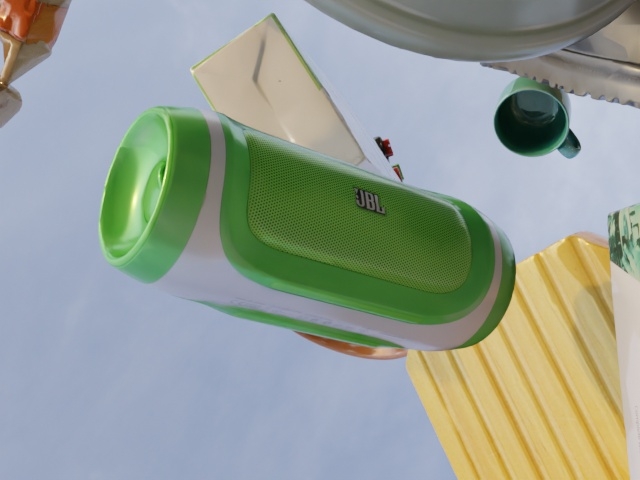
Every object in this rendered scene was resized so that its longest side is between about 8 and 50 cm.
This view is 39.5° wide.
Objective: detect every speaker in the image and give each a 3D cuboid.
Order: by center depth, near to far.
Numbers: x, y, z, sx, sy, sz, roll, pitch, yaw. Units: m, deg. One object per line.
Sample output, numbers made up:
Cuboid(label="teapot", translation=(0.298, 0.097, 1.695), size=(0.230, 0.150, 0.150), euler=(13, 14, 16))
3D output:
Cuboid(label="speaker", translation=(0.000, 0.000, 0.644), size=(0.297, 0.131, 0.131), euler=(16, -121, -33))

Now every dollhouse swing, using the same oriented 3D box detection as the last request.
Cuboid(label="dollhouse swing", translation=(0.164, 0.216, 0.749), size=(0.315, 0.347, 0.305), euler=(-34, -91, -43))

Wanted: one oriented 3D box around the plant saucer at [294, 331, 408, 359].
Cuboid(label="plant saucer", translation=(0.028, 0.082, 1.078), size=(0.200, 0.200, 0.037), euler=(27, -119, -10))

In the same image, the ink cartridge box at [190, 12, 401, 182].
Cuboid(label="ink cartridge box", translation=(0.001, -0.109, 1.098), size=(0.119, 0.353, 0.207), euler=(-34, -106, 9))

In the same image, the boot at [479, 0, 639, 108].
Cuboid(label="boot", translation=(0.270, -0.330, 0.670), size=(0.146, 0.367, 0.445), euler=(-1, -71, -27))

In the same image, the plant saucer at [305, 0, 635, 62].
Cuboid(label="plant saucer", translation=(0.088, -0.308, 0.513), size=(0.400, 0.100, 0.400), euler=(4, -99, -23))

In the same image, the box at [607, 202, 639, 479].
Cuboid(label="box", translation=(0.223, 0.077, 0.379), size=(0.058, 0.322, 0.232), euler=(-3, -97, -8))

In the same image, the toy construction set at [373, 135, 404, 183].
Cuboid(label="toy construction set", translation=(0.089, -0.029, 1.374), size=(0.151, 0.327, 0.215), euler=(-27, -60, -6))

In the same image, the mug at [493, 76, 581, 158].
Cuboid(label="mug", translation=(0.376, -0.214, 1.561), size=(0.157, 0.129, 0.097), euler=(66, -152, -26))

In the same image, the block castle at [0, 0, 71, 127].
Cuboid(label="block castle", translation=(-0.421, -0.357, 0.935), size=(0.213, 0.453, 0.303), euler=(28, -165, 19))
